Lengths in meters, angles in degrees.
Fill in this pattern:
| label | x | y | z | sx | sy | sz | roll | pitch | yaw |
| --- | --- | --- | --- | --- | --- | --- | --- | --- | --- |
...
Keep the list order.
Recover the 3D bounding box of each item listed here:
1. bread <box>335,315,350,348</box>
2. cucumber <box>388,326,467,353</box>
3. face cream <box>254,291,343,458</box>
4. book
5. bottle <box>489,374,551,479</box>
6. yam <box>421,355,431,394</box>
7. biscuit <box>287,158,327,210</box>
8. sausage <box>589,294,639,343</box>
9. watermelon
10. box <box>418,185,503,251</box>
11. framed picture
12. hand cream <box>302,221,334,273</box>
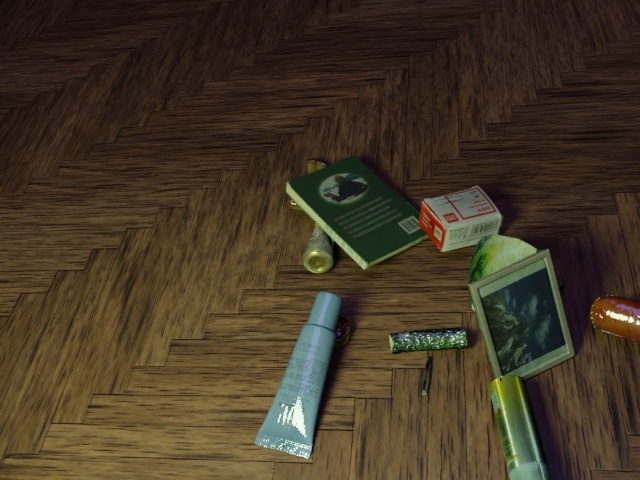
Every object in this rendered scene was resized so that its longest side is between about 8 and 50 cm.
| label | x | y | z | sx | sy | sz | roll | pitch | yaw |
| --- | --- | --- | --- | --- | --- | --- | --- | --- | --- |
| bread | 0.035 | 0.222 | 1.897 | 0.084 | 0.053 | 0.085 | -6 | 45 | 6 |
| cucumber | 0.256 | 0.240 | 1.836 | 0.186 | 0.058 | 0.058 | -5 | 45 | 9 |
| face cream | -0.031 | 0.305 | 1.790 | 0.135 | 0.086 | 0.386 | 10 | 65 | 20 |
| book | 0.109 | -0.087 | 2.140 | 0.260 | 0.043 | 0.371 | -24 | 53 | -28 |
| bottle | 0.420 | 0.421 | 1.603 | 0.082 | 0.082 | 0.286 | -7 | 45 | 5 |
| yam | 0.249 | 0.314 | 1.790 | 0.014 | 0.014 | 0.107 | 3 | 46 | 15 |
| biscuit | 0.008 | -0.161 | 2.280 | 0.164 | 0.047 | 0.208 | 6 | 48 | 19 |
| sausage | 0.778 | 0.204 | 1.728 | 0.330 | 0.102 | 0.102 | 20 | 53 | 29 |
| watermelon | 0.474 | 0.082 | 1.862 | 0.193 | 0.232 | 0.310 | -47 | 10 | -27 |
| box | 0.373 | -0.058 | 2.044 | 0.182 | 0.099 | 0.133 | -12 | 43 | -18 |
| framed picture | 0.452 | 0.179 | 1.711 | 0.208 | 0.281 | 0.019 | -25 | 20 | -10 |
| hand cream | 0.000 | 0.000 | 2.115 | 0.083 | 0.084 | 0.203 | -4 | 38 | 8 |
